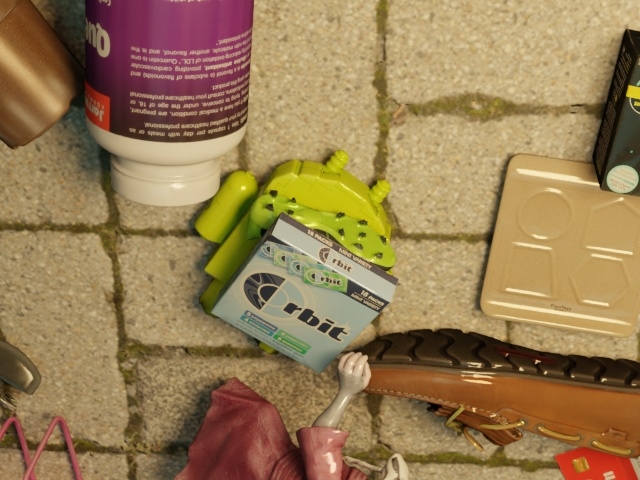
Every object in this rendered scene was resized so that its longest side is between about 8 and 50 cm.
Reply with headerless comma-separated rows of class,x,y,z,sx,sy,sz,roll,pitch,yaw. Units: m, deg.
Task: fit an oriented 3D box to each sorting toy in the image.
sorting toy,0.302,0.006,1.504,0.193,0.038,0.208,9,112,1

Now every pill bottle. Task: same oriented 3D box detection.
pill bottle,-0.165,-0.208,1.362,0.182,0.181,0.323,6,115,2

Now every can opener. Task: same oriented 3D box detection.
can opener,-0.498,0.130,1.629,0.280,0.074,0.093,34,79,-13

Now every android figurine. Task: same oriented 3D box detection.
android figurine,-0.025,0.011,1.523,0.248,0.056,0.273,33,115,-10

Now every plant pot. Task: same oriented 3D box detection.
plant pot,-0.359,-0.201,1.404,0.167,0.167,0.165,-33,116,19

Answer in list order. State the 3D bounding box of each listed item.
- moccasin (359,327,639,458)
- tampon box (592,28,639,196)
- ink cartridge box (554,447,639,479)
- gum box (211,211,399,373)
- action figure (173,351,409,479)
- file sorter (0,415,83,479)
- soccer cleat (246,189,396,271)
moccasin,0.225,0.199,1.555,0.380,0.139,0.147,8,108,-9
tampon box,0.381,-0.135,1.388,0.120,0.101,0.161,10,116,2
ink cartridge box,0.443,0.326,1.632,0.225,0.056,0.181,-21,111,13
gum box,-0.022,0.065,1.463,0.157,0.041,0.184,31,138,-9
action figure,-0.029,0.295,1.496,0.370,0.276,0.248,8,136,49
file sorter,-0.474,0.352,1.650,0.291,0.202,0.182,-6,113,8
soccer cleat,0.000,0.000,1.458,0.179,0.060,0.072,22,133,-2
